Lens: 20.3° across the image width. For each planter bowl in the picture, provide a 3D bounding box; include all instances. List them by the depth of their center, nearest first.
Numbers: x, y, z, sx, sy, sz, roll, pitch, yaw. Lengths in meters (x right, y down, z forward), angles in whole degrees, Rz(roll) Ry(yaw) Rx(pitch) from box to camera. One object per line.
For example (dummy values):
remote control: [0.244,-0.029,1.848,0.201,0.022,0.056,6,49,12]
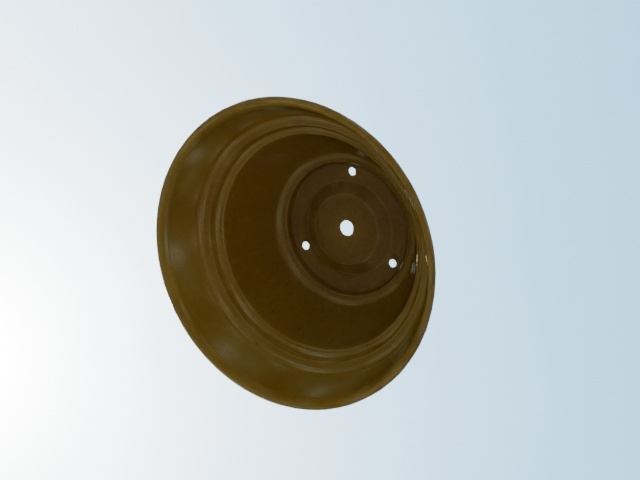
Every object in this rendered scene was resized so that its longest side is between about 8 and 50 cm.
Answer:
planter bowl: [0.000,0.000,1.234,0.217,0.090,0.217,9,-71,28]
